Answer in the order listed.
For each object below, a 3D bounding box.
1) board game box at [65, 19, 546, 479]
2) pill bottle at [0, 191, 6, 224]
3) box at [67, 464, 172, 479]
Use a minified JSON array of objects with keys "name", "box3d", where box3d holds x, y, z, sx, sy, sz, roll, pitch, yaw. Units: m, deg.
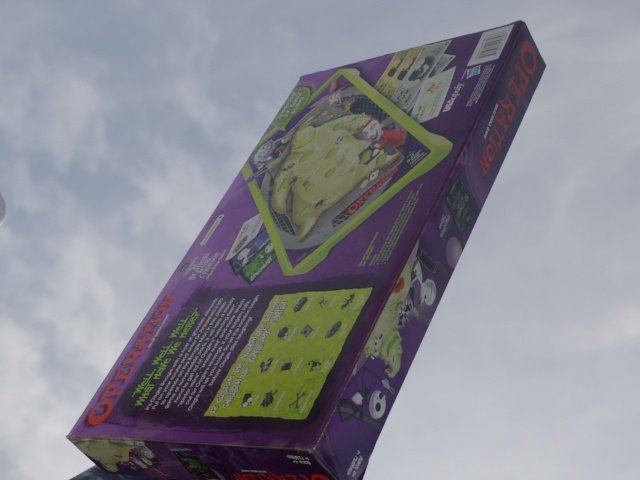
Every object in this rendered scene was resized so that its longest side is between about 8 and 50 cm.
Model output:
[{"name":"board game box","box3d":[0.000,0.000,0.693,0.208,0.347,0.056,-2,-45,39]},{"name":"pill bottle","box3d":[-0.421,-0.012,1.157,0.152,0.086,0.086,-35,-92,14]},{"name":"box","box3d":[-0.088,0.406,0.568,0.479,0.471,0.298,33,-53,27]}]
